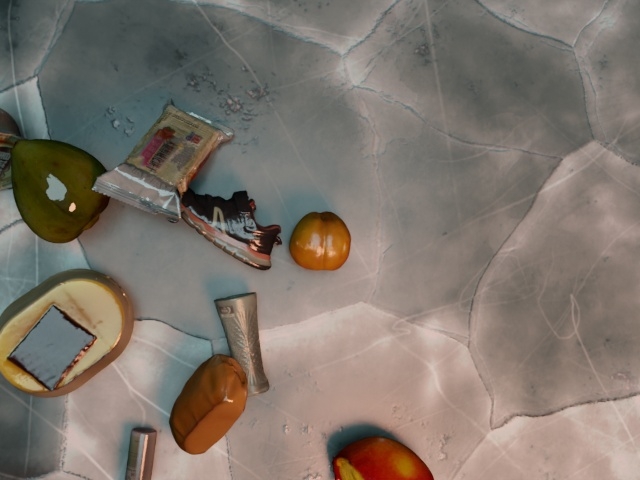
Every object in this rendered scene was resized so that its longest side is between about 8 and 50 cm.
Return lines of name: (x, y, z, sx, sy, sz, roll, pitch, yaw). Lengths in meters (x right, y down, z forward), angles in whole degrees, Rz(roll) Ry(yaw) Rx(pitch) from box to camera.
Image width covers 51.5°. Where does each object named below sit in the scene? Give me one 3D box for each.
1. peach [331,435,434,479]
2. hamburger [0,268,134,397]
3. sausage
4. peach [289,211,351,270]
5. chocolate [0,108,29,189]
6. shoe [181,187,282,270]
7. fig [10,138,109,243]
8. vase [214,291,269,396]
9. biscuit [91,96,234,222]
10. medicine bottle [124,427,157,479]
peach: (0.128, 0.530, 1.427, 0.226, 0.190, 0.196, 22, 96, -10)
hamburger: (-0.541, 0.194, 1.403, 0.295, 0.151, 0.227, -36, 96, -15)
sausage: (-0.239, 0.351, 1.405, 0.120, 0.136, 0.241, 21, 116, -34)
peach: (0.000, 0.000, 1.479, 0.138, 0.138, 0.138, 0, 86, -6)
chocolate: (-0.718, -0.210, 1.403, 0.221, 0.221, 0.147, -26, 67, -7)
shoe: (-0.206, -0.056, 1.466, 0.291, 0.114, 0.137, 35, 89, -5)
fig: (-0.553, -0.115, 1.384, 0.203, 0.203, 0.225, -46, 109, -7)
vase: (-0.168, 0.230, 1.466, 0.096, 0.096, 0.219, -11, 90, -7)
biscuit: (-0.323, -0.173, 1.423, 0.186, 0.079, 0.309, 25, 47, 0)
medicine bottle: (-0.395, 0.511, 1.439, 0.057, 0.057, 0.199, 7, 86, -5)
